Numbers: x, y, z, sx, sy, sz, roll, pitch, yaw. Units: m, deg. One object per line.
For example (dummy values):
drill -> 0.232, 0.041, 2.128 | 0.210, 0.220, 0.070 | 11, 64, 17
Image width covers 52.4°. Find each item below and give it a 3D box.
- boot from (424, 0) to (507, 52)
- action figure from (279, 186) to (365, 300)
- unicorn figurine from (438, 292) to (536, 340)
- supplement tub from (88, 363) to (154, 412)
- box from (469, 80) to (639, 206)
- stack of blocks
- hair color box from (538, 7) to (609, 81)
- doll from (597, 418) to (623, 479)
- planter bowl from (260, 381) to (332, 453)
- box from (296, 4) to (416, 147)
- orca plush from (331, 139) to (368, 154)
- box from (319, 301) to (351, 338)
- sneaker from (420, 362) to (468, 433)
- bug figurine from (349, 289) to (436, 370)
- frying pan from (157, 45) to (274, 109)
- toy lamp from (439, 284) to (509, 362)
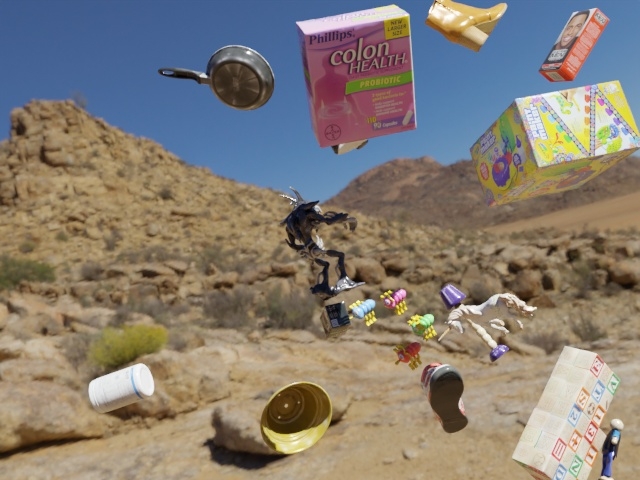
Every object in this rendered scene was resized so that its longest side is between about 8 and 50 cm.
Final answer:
boot -> 0.465, -0.731, 2.088 | 0.295, 0.211, 0.104 | -54, -5, -37
action figure -> 0.000, 0.000, 1.558 | 0.140, 0.276, 0.164 | -15, -10, -47
unicorn figurine -> 0.309, 0.141, 1.201 | 0.162, 0.111, 0.060 | -51, 19, 34
supplement tub -> -0.390, 0.291, 1.281 | 0.107, 0.071, 0.071 | -20, -4, 6
box -> 0.570, -0.232, 1.619 | 0.279, 0.177, 0.290 | -12, -13, -11
stack of blocks -> 0.578, 0.419, 1.502 | 0.087, 0.171, 0.297 | 8, 61, 55
hair color box -> 0.507, -0.390, 1.305 | 0.141, 0.043, 0.072 | -59, 21, 0
doll -> 0.842, 0.610, 1.892 | 0.046, 0.189, 0.129 | 15, -24, 17
planter bowl -> -0.083, 0.487, 1.852 | 0.217, 0.217, 0.090 | -15, 18, -21
box -> 0.077, -0.342, 1.360 | 0.213, 0.243, 0.117 | -11, 29, -5
orca plush -> 0.121, -0.355, 1.788 | 0.287, 0.102, 0.151 | -44, -17, -1
box -> 0.036, 0.197, 1.602 | 0.052, 0.062, 0.083 | -12, -23, -15
sneaker -> 0.285, 0.345, 1.577 | 0.090, 0.145, 0.270 | -23, -46, -1
bug figurine -> 0.231, 0.249, 1.986 | 0.216, 0.279, 0.072 | -34, -24, -35
frying pan -> -0.285, -0.469, 1.804 | 0.326, 0.053, 0.197 | 22, -49, -8
toy lamp -> 0.486, 0.260, 2.087 | 0.080, 0.275, 0.080 | -36, -14, -10
